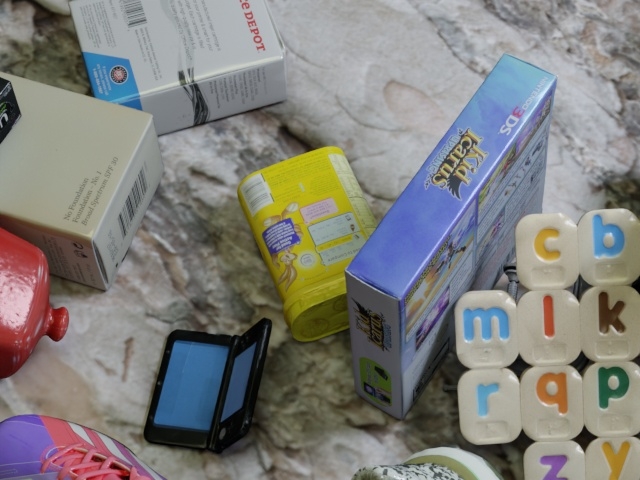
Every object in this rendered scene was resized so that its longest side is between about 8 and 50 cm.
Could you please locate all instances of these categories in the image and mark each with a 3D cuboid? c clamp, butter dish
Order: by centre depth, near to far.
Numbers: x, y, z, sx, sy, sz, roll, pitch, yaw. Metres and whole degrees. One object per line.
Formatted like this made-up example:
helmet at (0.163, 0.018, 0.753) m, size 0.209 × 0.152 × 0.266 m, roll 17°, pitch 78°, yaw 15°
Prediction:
butter dish at (-0.299, 0.067, 1.476) m, size 0.118 × 0.160 × 0.160 m, roll 17°, pitch 62°, yaw -15°
c clamp at (0.197, 0.076, 1.477) m, size 0.137 × 0.022 × 0.161 m, roll 4°, pitch 62°, yaw 27°

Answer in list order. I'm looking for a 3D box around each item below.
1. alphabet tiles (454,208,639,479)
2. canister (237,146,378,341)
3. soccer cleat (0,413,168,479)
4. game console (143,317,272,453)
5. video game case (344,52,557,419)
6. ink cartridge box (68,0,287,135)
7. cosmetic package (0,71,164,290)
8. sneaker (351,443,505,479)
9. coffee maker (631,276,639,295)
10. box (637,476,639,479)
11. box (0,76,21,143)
alphabet tiles at (0.265, 0.110, 1.406) m, size 0.284 × 0.021 × 0.278 m, roll -3°, pitch 94°, yaw 3°
canister at (0.000, 0.000, 1.529) m, size 0.126 × 0.073 × 0.170 m, roll -20°, pitch 60°, yaw -8°
soccer cleat at (-0.174, 0.236, 1.374) m, size 0.318 × 0.116 × 0.109 m, roll 31°, pitch 66°, yaw 18°
game console at (-0.106, 0.132, 1.461) m, size 0.071 × 0.107 × 0.122 m, roll 22°, pitch 60°, yaw -18°
video game case at (0.121, 0.000, 1.424) m, size 0.061 × 0.244 × 0.269 m, roll 29°, pitch 65°, yaw 18°
ink cartridge box at (-0.149, -0.201, 1.641) m, size 0.203 × 0.086 × 0.148 m, roll -15°, pitch 60°, yaw -7°
cosmetic package at (-0.332, -0.079, 1.565) m, size 0.309 × 0.113 × 0.160 m, roll 16°, pitch 62°, yaw 10°
sneaker at (0.130, 0.340, 1.245) m, size 0.158 × 0.182 × 0.410 m, roll -44°, pitch 58°, yaw 16°
coffee maker at (0.353, -0.024, 1.502) m, size 0.171 × 0.120 × 0.178 m, roll 4°, pitch 60°, yaw 6°
box at (0.326, 0.283, 1.300) m, size 0.183 × 0.056 × 0.231 m, roll 36°, pitch 99°, yaw 20°
box at (-0.336, -0.116, 1.486) m, size 0.052 × 0.062 × 0.083 m, roll 24°, pitch 65°, yaw 13°
